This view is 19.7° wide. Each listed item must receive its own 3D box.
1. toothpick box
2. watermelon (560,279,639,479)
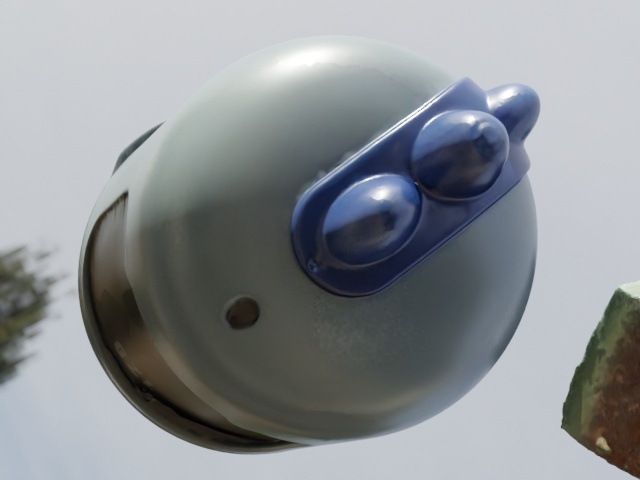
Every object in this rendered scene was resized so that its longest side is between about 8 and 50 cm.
[{"bbox_3d":[0.000,0.000,1.104,0.263,0.263,0.354,63,-15,0],"label":"toothpick box"},{"bbox_3d":[0.300,0.120,1.262,0.193,0.139,0.257,-66,-152,18],"label":"watermelon"}]
